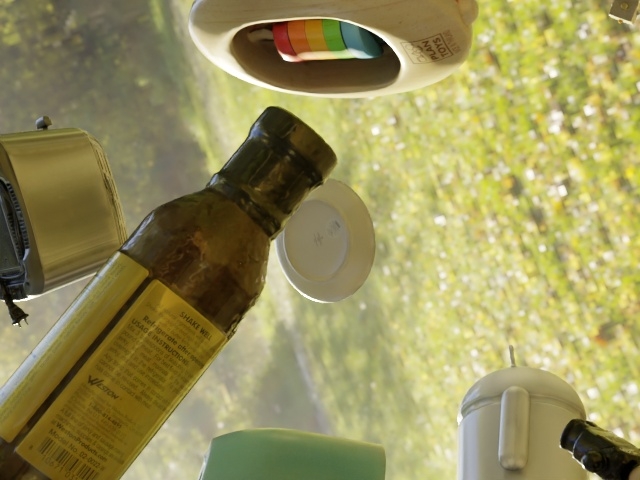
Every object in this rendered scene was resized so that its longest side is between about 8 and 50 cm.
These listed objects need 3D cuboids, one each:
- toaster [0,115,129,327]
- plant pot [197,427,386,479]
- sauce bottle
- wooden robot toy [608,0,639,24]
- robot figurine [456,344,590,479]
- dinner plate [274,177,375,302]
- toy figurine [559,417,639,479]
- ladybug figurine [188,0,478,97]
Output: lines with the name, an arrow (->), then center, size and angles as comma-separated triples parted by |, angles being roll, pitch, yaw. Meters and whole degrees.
toaster -> -0.318, -0.027, 1.463 | 0.129, 0.146, 0.226 | -11, 96, 50
plant pot -> -0.065, 0.390, 1.738 | 0.293, 0.235, 0.293 | -162, 90, -86
sauce bottle -> -0.116, 0.052, 0.922 | 0.111, 0.344, 0.111 | 39, 170, 8
wooden robot toy -> 0.413, -0.239, 1.413 | 0.079, 0.173, 0.076 | -5, -79, -72
robot figurine -> 0.308, 0.342, 1.926 | 0.300, 0.200, 0.353 | 74, -163, -54
dinner plate -> 0.000, 0.000, 1.404 | 0.017, 0.141, 0.141 | -8, -108, -54
toy figurine -> 0.283, 0.321, 1.327 | 0.148, 0.213, 0.209 | 32, 149, 49
ladybug figurine -> 0.022, -0.334, 1.826 | 0.305, 0.450, 0.161 | 47, -129, -54
